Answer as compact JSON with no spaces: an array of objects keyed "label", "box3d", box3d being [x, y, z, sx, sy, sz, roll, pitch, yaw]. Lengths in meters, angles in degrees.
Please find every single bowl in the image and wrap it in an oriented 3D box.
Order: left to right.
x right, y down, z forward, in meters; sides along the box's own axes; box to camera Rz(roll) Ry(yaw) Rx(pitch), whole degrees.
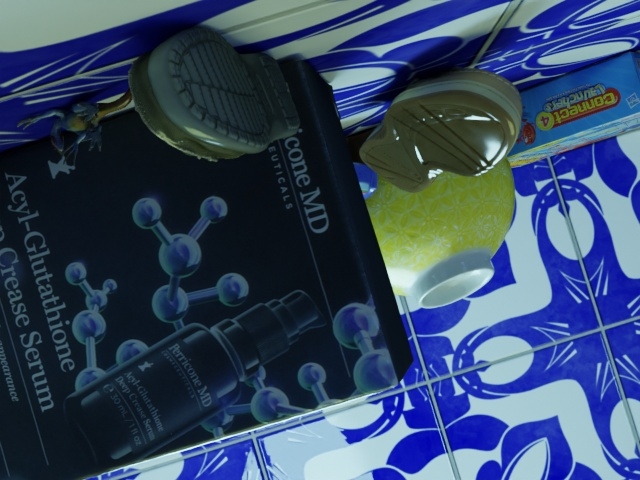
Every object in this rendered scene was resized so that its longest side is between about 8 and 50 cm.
[{"label":"bowl","box3d":[0.159,0.001,1.719,0.289,0.156,0.289,-21,159,-8]}]

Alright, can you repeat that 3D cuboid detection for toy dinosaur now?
[{"label":"toy dinosaur","box3d":[-0.186,-0.089,0.961,0.090,0.047,0.082,-27,-162,-14]}]

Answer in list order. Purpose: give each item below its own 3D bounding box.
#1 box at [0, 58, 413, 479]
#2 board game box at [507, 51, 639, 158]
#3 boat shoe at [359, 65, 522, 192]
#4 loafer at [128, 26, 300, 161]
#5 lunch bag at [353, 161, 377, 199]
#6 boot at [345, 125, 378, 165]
[{"label":"box","box3d":[-0.145,0.041,1.141,0.395,0.294,0.212,-18,178,7]},{"label":"board game box","box3d":[0.378,-0.190,1.861,0.301,0.086,0.308,-19,177,29]},{"label":"boat shoe","box3d":[0.137,-0.141,1.345,0.110,0.121,0.341,-54,-169,-14]},{"label":"loafer","box3d":[-0.085,-0.093,0.902,0.087,0.094,0.251,-22,176,14]},{"label":"lunch bag","box3d":[-0.081,-0.045,1.605,0.220,0.138,0.293,2,155,-35]},{"label":"boot","box3d":[0.075,-0.126,1.686,0.157,0.059,0.084,-9,-178,9]}]
